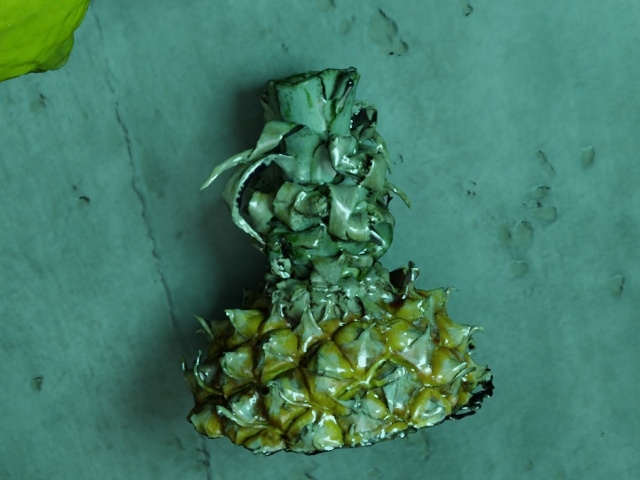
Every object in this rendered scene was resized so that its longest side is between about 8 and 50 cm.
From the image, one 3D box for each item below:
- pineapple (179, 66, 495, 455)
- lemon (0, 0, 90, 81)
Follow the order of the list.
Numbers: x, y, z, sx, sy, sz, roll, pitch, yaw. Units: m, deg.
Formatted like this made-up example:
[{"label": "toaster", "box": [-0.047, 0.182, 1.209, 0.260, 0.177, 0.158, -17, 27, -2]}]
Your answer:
[{"label": "pineapple", "box": [0.000, 0.000, 1.311, 0.262, 0.262, 0.272, -7, 102, -4]}, {"label": "lemon", "box": [-0.272, -0.233, 1.145, 0.267, 0.267, 0.267, -2, 113, -6]}]
